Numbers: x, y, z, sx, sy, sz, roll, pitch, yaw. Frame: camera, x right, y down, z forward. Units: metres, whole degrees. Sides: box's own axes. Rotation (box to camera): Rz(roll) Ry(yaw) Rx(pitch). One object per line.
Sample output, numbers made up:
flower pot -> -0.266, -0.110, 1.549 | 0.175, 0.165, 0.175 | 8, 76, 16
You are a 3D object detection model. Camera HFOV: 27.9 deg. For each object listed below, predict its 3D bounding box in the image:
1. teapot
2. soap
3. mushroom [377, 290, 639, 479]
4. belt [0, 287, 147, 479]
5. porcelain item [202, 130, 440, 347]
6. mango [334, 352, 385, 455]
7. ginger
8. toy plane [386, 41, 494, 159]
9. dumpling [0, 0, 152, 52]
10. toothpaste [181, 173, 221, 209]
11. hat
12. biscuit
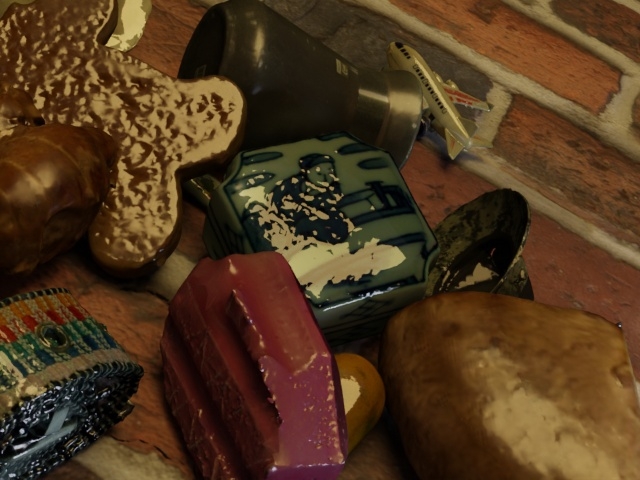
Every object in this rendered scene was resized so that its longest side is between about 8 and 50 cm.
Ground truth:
teapot -> -0.034, -0.200, 1.997 | 0.344, 0.253, 0.300 | 14, 60, -23
soap -> -0.085, 0.169, 1.541 | 0.127, 0.220, 0.325 | 6, 40, -38
mushroom -> 0.242, 0.261, 1.615 | 0.313, 0.224, 0.397 | 17, 39, -16
belt -> -0.337, 0.156, 1.406 | 0.160, 0.207, 0.295 | 43, 38, 16
porcelain item -> 0.000, 0.000, 1.775 | 0.281, 0.157, 0.286 | -12, 62, -25
mango -> 0.017, 0.214, 1.648 | 0.111, 0.089, 0.163 | 33, 50, 21
ginger -> -0.422, -0.073, 1.633 | 0.357, 0.152, 0.274 | -12, 47, -19
toy plane -> 0.194, -0.249, 2.287 | 0.242, 0.104, 0.256 | -19, 56, -41
dumpling -> -0.423, -0.389, 1.994 | 0.315, 0.233, 0.395 | 38, 53, 10
toothpaste -> -0.210, -0.104, 1.933 | 0.255, 0.037, 0.067 | 38, 38, 8
hat -> 0.233, 0.064, 1.856 | 0.128, 0.265, 0.265 | 46, 32, -21
biscuit -> -0.317, -0.169, 1.802 | 0.394, 0.076, 0.368 | 29, 69, 5
